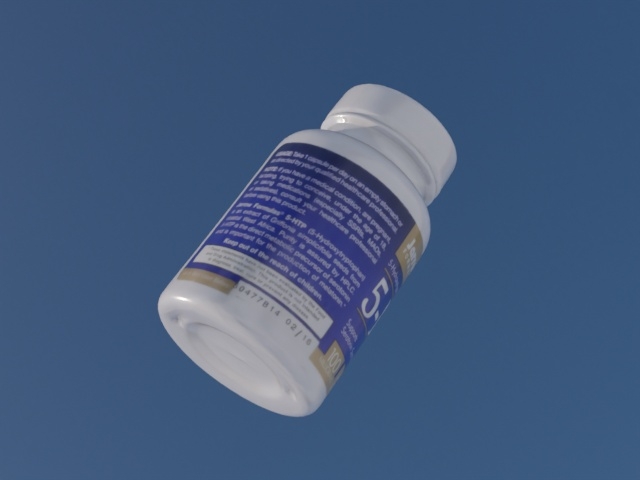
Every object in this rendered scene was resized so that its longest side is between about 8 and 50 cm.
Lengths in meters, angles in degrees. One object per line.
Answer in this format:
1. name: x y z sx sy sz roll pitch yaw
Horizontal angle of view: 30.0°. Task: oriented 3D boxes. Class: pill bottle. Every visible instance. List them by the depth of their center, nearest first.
1. pill bottle: 0.000 0.000 0.711 0.186 0.112 0.112 -54 -50 -24
